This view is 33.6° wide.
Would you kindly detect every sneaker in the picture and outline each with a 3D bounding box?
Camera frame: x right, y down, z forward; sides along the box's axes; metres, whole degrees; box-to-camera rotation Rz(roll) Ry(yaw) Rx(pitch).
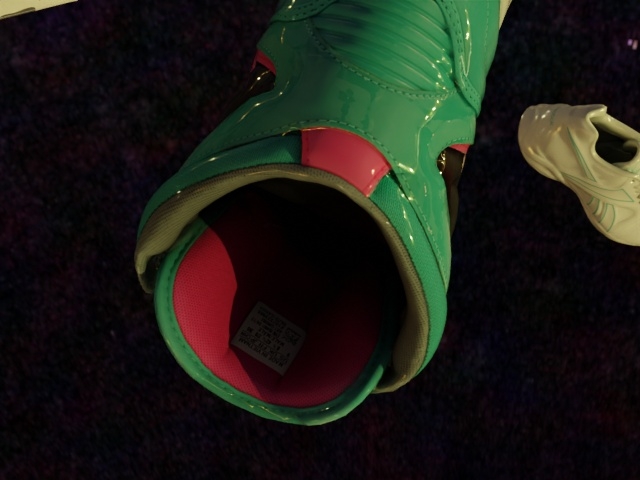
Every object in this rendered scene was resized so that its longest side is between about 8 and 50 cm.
[{"bbox_3d":[0.000,0.000,0.470,0.124,0.295,0.178,22,64,5],"label":"sneaker"},{"bbox_3d":[0.199,-0.040,0.703,0.061,0.152,0.053,-4,59,55],"label":"sneaker"}]

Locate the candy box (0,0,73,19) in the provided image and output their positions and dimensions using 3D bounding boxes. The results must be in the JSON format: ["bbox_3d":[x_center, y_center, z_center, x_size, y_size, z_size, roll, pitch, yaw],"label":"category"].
[{"bbox_3d":[-0.309,-0.277,0.873,0.165,0.196,0.070,-20,29,-17],"label":"candy box"}]
